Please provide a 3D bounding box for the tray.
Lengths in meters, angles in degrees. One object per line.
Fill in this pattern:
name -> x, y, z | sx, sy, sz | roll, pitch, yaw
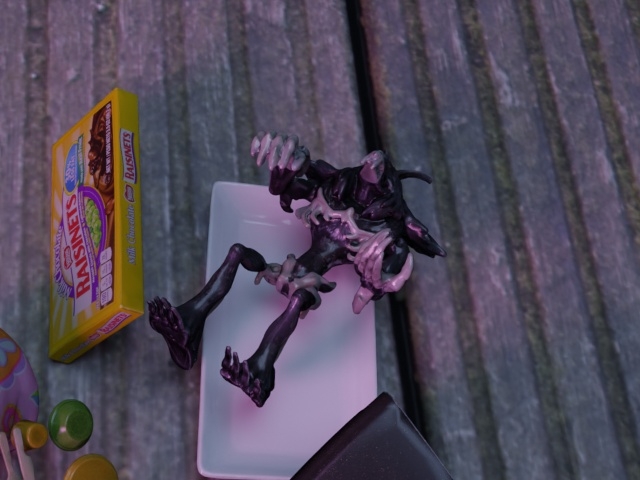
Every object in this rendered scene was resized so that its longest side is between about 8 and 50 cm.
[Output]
tray -> -0.026, 0.076, 1.035 | 0.145, 0.030, 0.270 | 5, 59, -9

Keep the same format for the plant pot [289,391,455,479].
plant pot -> 0.026, 0.234, 0.859 | 0.167, 0.187, 0.188 | -34, 82, -11

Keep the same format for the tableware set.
tableware set -> -0.187, 0.196, 0.884 | 0.104, 0.024, 0.154 | -16, 95, -43

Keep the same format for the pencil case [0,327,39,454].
pencil case -> -0.309, 0.135, 0.811 | 0.124, 0.124, 0.284 | 38, 24, 10

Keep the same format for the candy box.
candy box -> -0.183, -0.014, 1.010 | 0.027, 0.105, 0.206 | 18, 52, -36

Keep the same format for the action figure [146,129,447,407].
action figure -> 0.000, 0.000, 0.988 | 0.164, 0.141, 0.276 | 36, 61, 12
